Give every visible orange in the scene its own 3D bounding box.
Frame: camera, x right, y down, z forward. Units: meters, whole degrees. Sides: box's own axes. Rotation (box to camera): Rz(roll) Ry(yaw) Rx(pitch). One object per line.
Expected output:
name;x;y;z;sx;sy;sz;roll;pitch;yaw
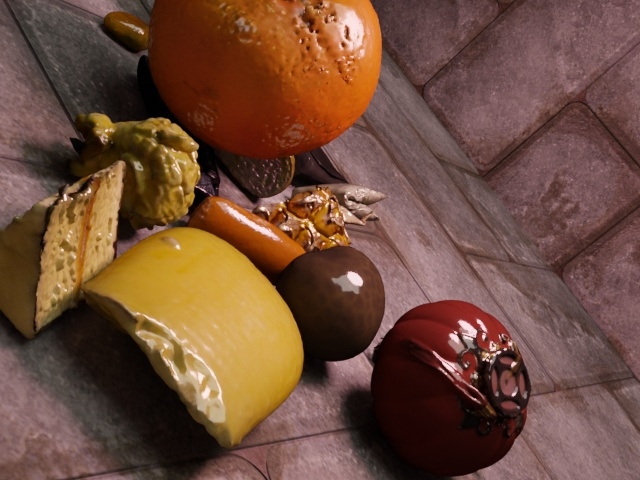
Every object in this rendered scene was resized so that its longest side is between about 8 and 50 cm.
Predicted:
orange;-0.097;-0.353;1.623;0.424;0.424;0.326;51;-19;7

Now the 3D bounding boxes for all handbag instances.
handbag;-0.050;-0.209;2.131;0.223;0.080;0.247;29;25;-57

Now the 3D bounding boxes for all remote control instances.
remote control;-0.265;-0.197;1.690;0.144;0.062;0.399;31;25;-40

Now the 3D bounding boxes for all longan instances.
longan;0.016;0.107;1.538;0.198;0.198;0.212;48;33;0

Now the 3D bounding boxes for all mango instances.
mango;-0.394;-0.432;1.868;0.114;0.057;0.079;17;40;-40

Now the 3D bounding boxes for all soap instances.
soap;-0.159;0.118;1.267;0.306;0.115;0.427;45;20;3

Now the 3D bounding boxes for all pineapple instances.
pineapple;0.003;-0.004;1.741;0.334;0.158;0.161;17;37;-55

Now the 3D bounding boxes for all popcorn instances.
popcorn;-0.281;-0.108;1.379;0.195;0.168;0.173;12;32;10

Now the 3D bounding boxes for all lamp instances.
lamp;0.224;0.252;1.563;0.303;0.257;0.303;10;75;-40

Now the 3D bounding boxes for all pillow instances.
pillow;0.032;-0.084;1.956;0.134;0.181;0.078;12;82;-46

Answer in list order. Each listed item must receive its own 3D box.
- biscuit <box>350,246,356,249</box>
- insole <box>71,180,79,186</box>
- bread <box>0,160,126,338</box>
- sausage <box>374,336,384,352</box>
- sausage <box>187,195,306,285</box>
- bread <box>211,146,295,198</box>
biscuit;0.066;0.043;1.970;0.089;0.027;0.087;23;33;-48
insole;-0.319;-0.067;1.432;0.065;0.004;0.197;57;22;22
bread;-0.329;0.001;1.140;0.266;0.141;0.178;-53;141;-70
sausage;0.240;0.289;1.748;0.317;0.117;0.125;51;30;8
sausage;-0.122;0.002;1.566;0.238;0.098;0.098;32;26;-30
bread;-0.139;-0.218;1.855;0.261;0.158;0.156;49;17;-3
